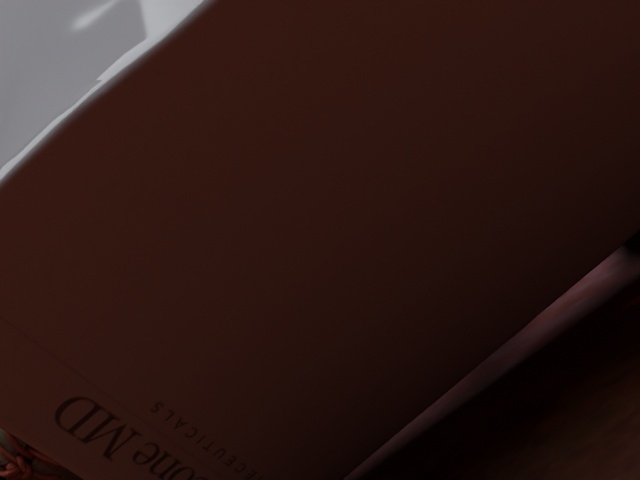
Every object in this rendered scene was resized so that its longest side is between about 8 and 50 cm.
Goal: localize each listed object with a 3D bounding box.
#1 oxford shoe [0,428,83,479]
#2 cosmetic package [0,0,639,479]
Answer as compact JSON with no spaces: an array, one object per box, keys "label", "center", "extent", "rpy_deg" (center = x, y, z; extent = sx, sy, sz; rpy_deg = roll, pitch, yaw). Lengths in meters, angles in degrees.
[{"label":"oxford shoe","center":[-0.135,0.100,0.716],"extent":[0.130,0.123,0.348],"rpy_deg":[-48,-2,-29]},{"label":"cosmetic package","center":[0.025,-0.079,0.450],"extent":[0.385,0.217,0.156],"rpy_deg":[-43,41,3]}]
